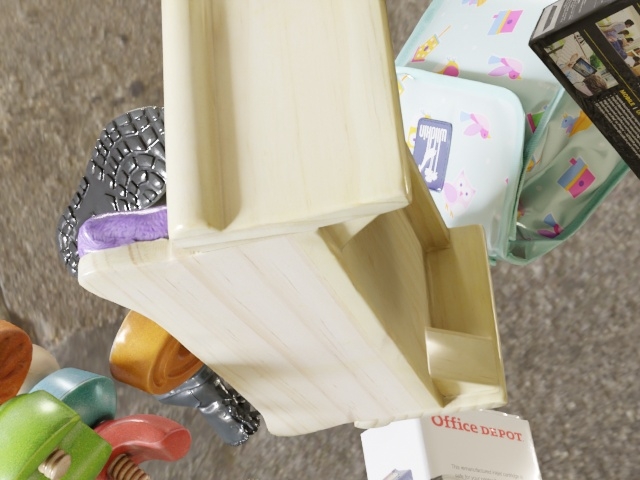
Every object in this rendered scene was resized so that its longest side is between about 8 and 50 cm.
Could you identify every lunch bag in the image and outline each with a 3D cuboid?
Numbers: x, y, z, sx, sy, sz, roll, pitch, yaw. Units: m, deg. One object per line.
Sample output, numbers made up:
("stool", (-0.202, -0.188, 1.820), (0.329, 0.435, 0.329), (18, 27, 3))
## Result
("lunch bag", (0.160, -0.108, 0.968), (0.262, 0.223, 0.160), (-53, 128, -12))

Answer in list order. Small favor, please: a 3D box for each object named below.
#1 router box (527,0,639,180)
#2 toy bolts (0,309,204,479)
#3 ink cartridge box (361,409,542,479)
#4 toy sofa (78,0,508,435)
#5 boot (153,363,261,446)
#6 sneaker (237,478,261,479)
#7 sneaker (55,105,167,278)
("router box", (0.238, -0.096, 0.682), (0.179, 0.133, 0.046), (45, 50, -21))
("toy bolts", (-0.177, 0.085, 0.751), (0.158, 0.228, 0.218), (35, 69, 18))
("ink cartridge box", (0.152, 0.300, 1.141), (0.172, 0.100, 0.237), (16, 50, -33))
("toy sofa", (0.000, 0.000, 0.684), (0.177, 0.362, 0.150), (-11, 63, 14))
("boot", (-0.129, 0.190, 1.245), (0.099, 0.121, 0.045), (51, 49, -14))
("sneaker", (0.030, 0.240, 0.517), (0.099, 0.153, 0.282), (-42, 86, -5))
("sneaker", (-0.202, -0.066, 1.272), (0.124, 0.283, 0.107), (-17, 71, -45))
